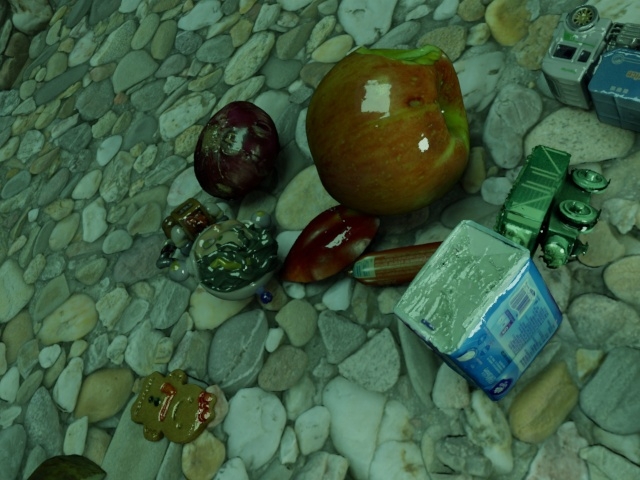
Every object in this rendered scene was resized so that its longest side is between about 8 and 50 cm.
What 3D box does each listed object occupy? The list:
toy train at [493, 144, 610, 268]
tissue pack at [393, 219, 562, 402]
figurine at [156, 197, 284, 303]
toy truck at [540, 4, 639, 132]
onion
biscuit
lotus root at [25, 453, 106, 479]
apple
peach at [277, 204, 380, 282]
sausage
[{"bbox_3d":[0.403,-0.062,1.115,0.154,0.115,0.269,22,46,20],"label":"toy train"},{"bbox_3d":[0.264,0.120,1.051,0.198,0.263,0.146,-51,50,-3],"label":"tissue pack"},{"bbox_3d":[-0.233,0.008,1.476,0.261,0.186,0.382,-46,43,-13],"label":"figurine"},{"bbox_3d":[0.587,-0.304,1.173,0.367,0.146,0.175,29,85,39],"label":"toy truck"},{"bbox_3d":[-0.202,-0.213,1.576,0.246,0.190,0.247,-34,41,36],"label":"onion"},{"bbox_3d":[-0.327,0.369,1.419,0.225,0.036,0.166,13,70,35],"label":"biscuit"},{"bbox_3d":[-0.591,0.581,1.408,0.119,0.138,0.235,23,72,28],"label":"lotus root"},{"bbox_3d":[0.130,-0.219,1.283,0.339,0.339,0.340,-15,57,24],"label":"apple"},{"bbox_3d":[-0.001,-0.003,1.389,0.279,0.068,0.189,-33,34,17],"label":"peach"},{"bbox_3d":[0.170,0.047,1.272,0.263,0.083,0.083,-8,60,29],"label":"sausage"}]
